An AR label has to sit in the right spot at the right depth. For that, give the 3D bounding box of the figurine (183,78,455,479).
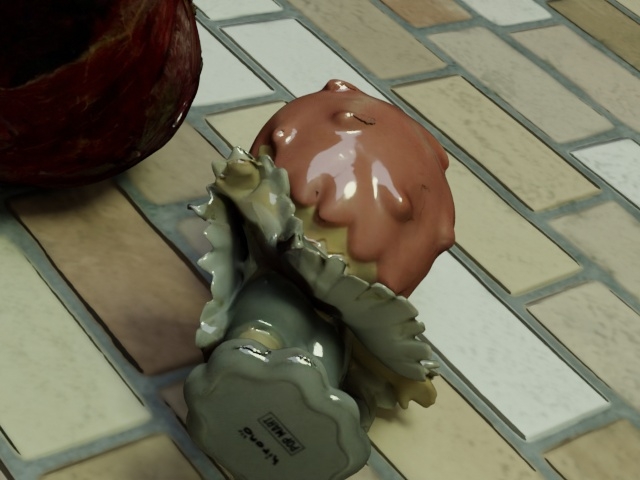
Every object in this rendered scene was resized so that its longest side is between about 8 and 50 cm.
[{"bbox_3d":[0.000,0.000,0.873,0.207,0.166,0.387,46,28,-20],"label":"figurine"}]

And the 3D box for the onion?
[{"bbox_3d":[-0.197,-0.170,0.904,0.281,0.281,0.221,17,15,-2],"label":"onion"}]
